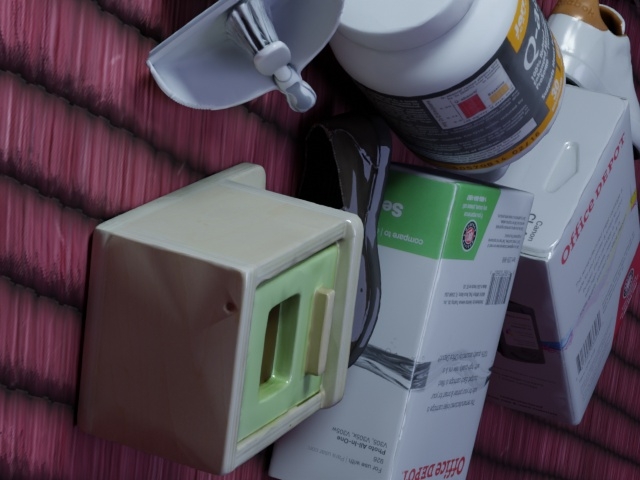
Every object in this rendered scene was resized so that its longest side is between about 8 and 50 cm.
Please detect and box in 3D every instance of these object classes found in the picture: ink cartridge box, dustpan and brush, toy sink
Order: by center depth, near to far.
[{"bbox_3d":[-0.034,-0.130,1.420,0.147,0.060,0.211,-35,173,2],"label":"dustpan and brush"},{"bbox_3d":[-0.055,0.049,1.434,0.234,0.131,0.153,-27,129,-61],"label":"toy sink"},{"bbox_3d":[0.073,0.081,1.757,0.211,0.121,0.289,4,100,-67],"label":"ink cartridge box"},{"bbox_3d":[0.239,0.013,2.087,0.226,0.131,0.306,-60,151,-30],"label":"ink cartridge box"}]

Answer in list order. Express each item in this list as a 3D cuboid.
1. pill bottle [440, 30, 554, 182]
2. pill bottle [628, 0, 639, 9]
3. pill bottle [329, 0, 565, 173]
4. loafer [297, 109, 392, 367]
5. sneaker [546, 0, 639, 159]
[{"bbox_3d":[0.163,-0.137,1.879,0.160,0.087,0.087,-61,153,-29],"label":"pill bottle"},{"bbox_3d":[0.376,-0.322,2.214,0.221,0.121,0.121,31,75,-66],"label":"pill bottle"},{"bbox_3d":[0.095,-0.171,1.609,0.162,0.162,0.278,-70,157,-12],"label":"pill bottle"},{"bbox_3d":[0.000,0.000,1.622,0.078,0.080,0.220,7,88,-45],"label":"loafer"},{"bbox_3d":[0.310,-0.179,2.165,0.123,0.106,0.290,-68,155,-11],"label":"sneaker"}]
